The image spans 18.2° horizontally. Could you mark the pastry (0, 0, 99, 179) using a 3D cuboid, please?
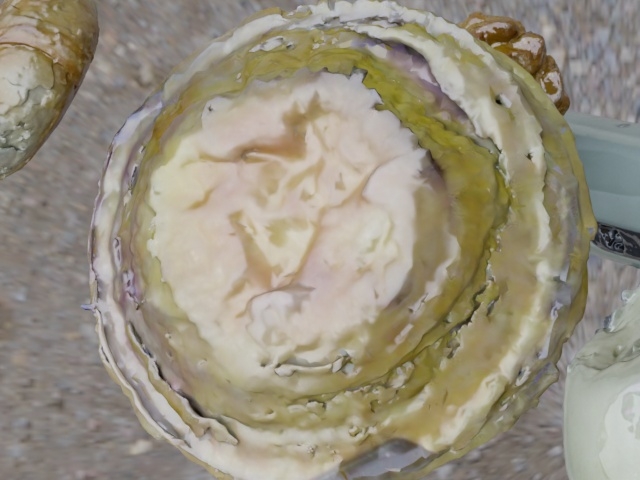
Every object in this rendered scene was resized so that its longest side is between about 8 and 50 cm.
[{"bbox_3d":[-0.203,-0.112,1.348,0.081,0.153,0.153,38,91,-11],"label":"pastry"}]

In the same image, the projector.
[{"bbox_3d":[0.229,-0.034,1.457,0.108,0.337,0.108,-5,102,-26],"label":"projector"}]

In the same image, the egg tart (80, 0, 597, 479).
[{"bbox_3d":[0.000,0.000,1.284,0.352,0.150,0.352,-3,79,14],"label":"egg tart"}]

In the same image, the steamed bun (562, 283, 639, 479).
[{"bbox_3d":[0.375,0.159,1.602,0.312,0.233,0.334,51,52,-17],"label":"steamed bun"}]

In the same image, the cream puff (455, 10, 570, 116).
[{"bbox_3d":[0.120,-0.104,1.434,0.094,0.122,0.116,-44,55,-15],"label":"cream puff"}]
